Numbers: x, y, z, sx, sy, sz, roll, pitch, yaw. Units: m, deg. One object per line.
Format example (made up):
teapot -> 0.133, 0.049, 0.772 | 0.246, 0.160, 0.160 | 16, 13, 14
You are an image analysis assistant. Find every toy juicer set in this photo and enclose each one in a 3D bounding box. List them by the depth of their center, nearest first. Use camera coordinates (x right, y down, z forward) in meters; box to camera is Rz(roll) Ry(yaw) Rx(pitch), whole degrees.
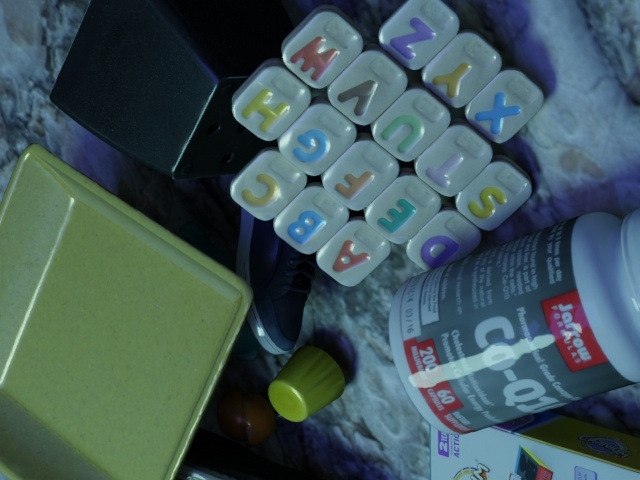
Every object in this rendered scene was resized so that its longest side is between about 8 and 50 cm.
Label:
toy juicer set -> -0.130, 0.085, 1.641 | 0.329, 0.089, 0.209 | 48, 139, 2

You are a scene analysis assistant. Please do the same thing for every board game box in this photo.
board game box -> 0.248, 0.297, 1.446 | 0.317, 0.064, 0.242 | 14, 113, 40

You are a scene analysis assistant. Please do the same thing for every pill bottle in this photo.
pill bottle -> 0.220, 0.069, 1.360 | 0.283, 0.161, 0.161 | -22, 93, 30

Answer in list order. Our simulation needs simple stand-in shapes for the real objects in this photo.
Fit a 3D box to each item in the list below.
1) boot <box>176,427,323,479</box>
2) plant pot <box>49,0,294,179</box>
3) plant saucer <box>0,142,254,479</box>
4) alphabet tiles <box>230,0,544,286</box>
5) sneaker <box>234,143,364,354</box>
boot -> -0.128, 0.369, 1.635 | 0.377, 0.138, 0.284 | 19, 99, 8
plant pot -> -0.122, -0.163, 1.464 | 0.167, 0.188, 0.187 | 48, 125, 26
plant saucer -> -0.229, 0.114, 1.543 | 0.333, 0.081, 0.332 | 32, 106, 29
alphabet tiles -> 0.061, -0.088, 1.397 | 0.284, 0.021, 0.278 | 38, 111, -22
sneaker -> -0.001, -0.001, 1.500 | 0.163, 0.086, 0.226 | -6, 83, 31
